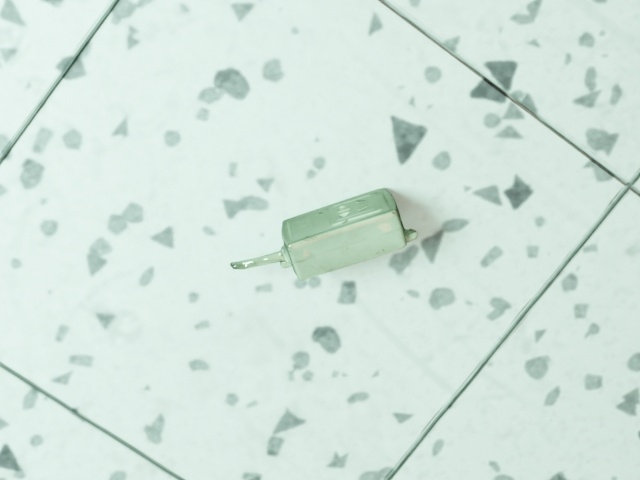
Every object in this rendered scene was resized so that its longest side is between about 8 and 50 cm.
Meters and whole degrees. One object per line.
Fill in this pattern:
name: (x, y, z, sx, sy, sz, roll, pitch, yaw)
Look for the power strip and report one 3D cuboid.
power strip: (0.000, 0.000, 1.644, 0.175, 0.075, 0.042, -18, 111, 0)
